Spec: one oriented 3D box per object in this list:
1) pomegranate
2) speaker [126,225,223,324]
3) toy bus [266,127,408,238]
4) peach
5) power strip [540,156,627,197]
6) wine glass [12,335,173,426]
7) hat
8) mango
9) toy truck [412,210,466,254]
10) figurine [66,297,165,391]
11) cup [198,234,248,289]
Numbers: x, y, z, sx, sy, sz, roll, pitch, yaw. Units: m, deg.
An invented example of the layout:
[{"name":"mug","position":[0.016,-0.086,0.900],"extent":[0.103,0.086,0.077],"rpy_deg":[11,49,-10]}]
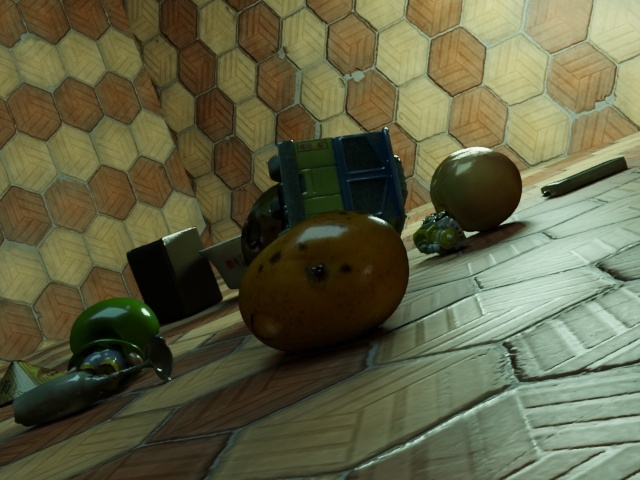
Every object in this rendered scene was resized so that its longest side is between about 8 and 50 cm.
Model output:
[{"name":"pomegranate","position":[-0.009,-0.014,1.694],"extent":[0.305,0.242,0.242],"rpy_deg":[-19,1,-29]},{"name":"speaker","position":[-0.413,0.102,2.426],"extent":[0.153,0.231,0.192],"rpy_deg":[-19,2,32]},{"name":"toy bus","position":[0.023,-0.029,1.300],"extent":[0.190,0.152,0.312],"rpy_deg":[-8,-21,-5]},{"name":"peach","position":[0.313,-0.102,1.698],"extent":[0.184,0.184,0.184],"rpy_deg":[-21,3,1]},{"name":"power strip","position":[0.579,-0.139,1.892],"extent":[0.226,0.029,0.080],"rpy_deg":[-22,3,-16]},{"name":"wine glass","position":[-0.355,0.224,1.305],"extent":[0.262,0.074,0.074],"rpy_deg":[-22,2,11]},{"name":"hat","position":[-0.667,0.304,1.896],"extent":[0.193,0.082,0.193],"rpy_deg":[-21,4,1]},{"name":"mango","position":[-0.012,0.060,1.089],"extent":[0.191,0.160,0.290],"rpy_deg":[-31,3,-27]},{"name":"toy truck","position":[0.216,-0.004,1.571],"extent":[0.077,0.076,0.111],"rpy_deg":[-39,10,-15]},{"name":"figurine","position":[-0.357,0.184,1.469],"extent":[0.162,0.143,0.263],"rpy_deg":[-17,14,3]},{"name":"cup","position":[-0.147,0.042,2.356],"extent":[0.347,0.163,0.347],"rpy_deg":[-21,3,1]}]
